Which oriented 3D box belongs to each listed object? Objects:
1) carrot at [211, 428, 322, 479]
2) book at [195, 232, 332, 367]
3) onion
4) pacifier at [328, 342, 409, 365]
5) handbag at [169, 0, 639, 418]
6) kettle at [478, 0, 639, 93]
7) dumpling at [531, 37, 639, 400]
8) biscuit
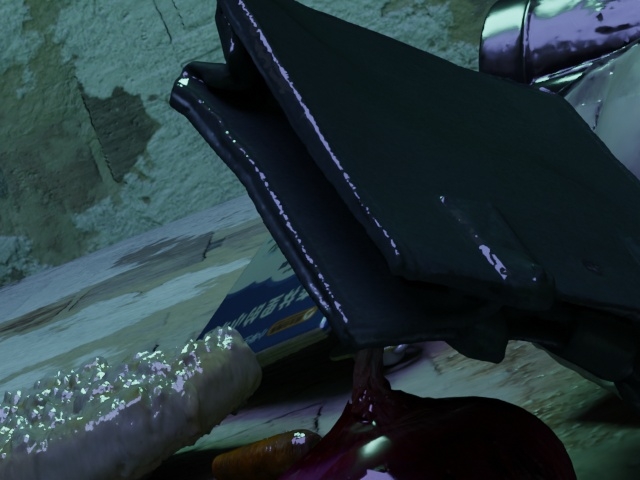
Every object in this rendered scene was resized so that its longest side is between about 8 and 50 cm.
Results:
[{"bbox_3d":[-0.033,0.140,0.876,0.093,0.032,0.032,-18,8,43],"label":"carrot"},{"bbox_3d":[0.000,0.000,1.179,0.228,0.018,0.322,-29,20,45],"label":"book"},{"bbox_3d":[0.032,0.092,0.607,0.150,0.140,0.150,-17,10,3],"label":"onion"},{"bbox_3d":[0.039,0.065,1.065,0.068,0.064,0.083,-34,14,-33],"label":"pacifier"},{"bbox_3d":[0.072,-0.019,0.665,0.247,0.079,0.260,14,26,-35],"label":"handbag"},{"bbox_3d":[0.294,-0.118,1.018,0.324,0.228,0.321,-12,-3,28],"label":"kettle"},{"bbox_3d":[0.270,-0.021,0.758,0.341,0.181,0.260,6,54,12],"label":"dumpling"},{"bbox_3d":[-0.186,0.152,1.011,0.281,0.084,0.179,-17,12,39],"label":"biscuit"}]
